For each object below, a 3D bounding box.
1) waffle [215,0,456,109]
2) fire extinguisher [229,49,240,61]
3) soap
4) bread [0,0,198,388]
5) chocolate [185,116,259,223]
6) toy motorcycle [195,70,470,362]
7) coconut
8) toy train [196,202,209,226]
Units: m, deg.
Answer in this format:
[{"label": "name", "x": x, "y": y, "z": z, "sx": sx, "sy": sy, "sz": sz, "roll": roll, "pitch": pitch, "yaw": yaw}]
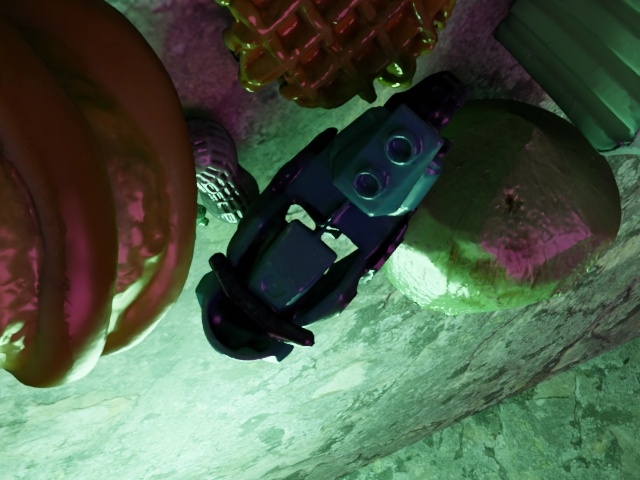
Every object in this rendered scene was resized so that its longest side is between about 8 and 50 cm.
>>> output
[{"label": "waffle", "x": 0.045, "y": -0.252, "z": 0.526, "sx": 0.329, "sy": 0.062, "sz": 0.329, "roll": -23, "pitch": 141, "yaw": -20}, {"label": "fire extinguisher", "x": -0.052, "y": -0.195, "z": 0.586, "sx": 0.083, "sy": 0.022, "sz": 0.028, "roll": -18, "pitch": 107, "yaw": -17}, {"label": "soap", "x": 0.312, "y": -0.216, "z": 0.631, "sx": 0.094, "sy": 0.261, "sz": 0.150, "roll": 2, "pitch": 137, "yaw": -26}, {"label": "bread", "x": -0.230, "y": -0.024, "z": 0.428, "sx": 0.270, "sy": 0.211, "sz": 0.315, "roll": -8, "pitch": 108, "yaw": -25}, {"label": "chocolate", "x": -0.117, "y": -0.076, "z": 0.646, "sx": 0.072, "sy": 0.072, "sz": 0.167, "roll": -30, "pitch": 146, "yaw": -1}, {"label": "toy motorcycle", "x": 0.000, "y": 0.000, "z": 0.627, "sx": 0.416, "sy": 0.172, "sz": 0.232, "roll": -44, "pitch": -176, "yaw": 38}, {"label": "coconut", "x": 0.224, "y": -0.045, "z": 0.772, "sx": 0.328, "sy": 0.281, "sz": 0.328, "roll": 10, "pitch": 146, "yaw": 7}, {"label": "toy train", "x": -0.205, "y": 0.011, "z": 0.702, "sx": 0.118, "sy": 0.074, "sz": 0.176, "roll": 4, "pitch": 130, "yaw": -54}]
